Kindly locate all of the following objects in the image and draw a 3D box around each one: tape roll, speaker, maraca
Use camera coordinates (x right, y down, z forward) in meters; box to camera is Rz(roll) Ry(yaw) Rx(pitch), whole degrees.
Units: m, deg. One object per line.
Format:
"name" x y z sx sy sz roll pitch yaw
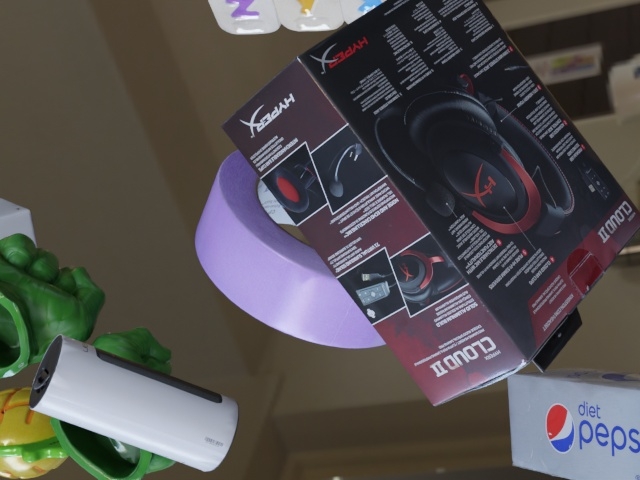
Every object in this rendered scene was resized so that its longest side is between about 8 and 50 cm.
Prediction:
"tape roll" 0.000 0.000 1.390 0.275 0.274 0.090 -62 -3 -60
"speaker" -0.128 0.112 0.833 0.136 0.055 0.055 24 -132 -20
"maraca" -0.318 0.215 1.345 0.127 0.185 0.099 -19 -74 -45

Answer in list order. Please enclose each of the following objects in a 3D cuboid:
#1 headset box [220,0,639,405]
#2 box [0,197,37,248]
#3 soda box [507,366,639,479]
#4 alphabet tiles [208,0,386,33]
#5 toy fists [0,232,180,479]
"headset box" 0.102 -0.037 0.920 0.293 0.110 0.218 52 -133 -3
"box" -0.411 0.007 1.477 0.101 0.102 0.087 -20 -65 -34
"soda box" 0.288 0.174 1.116 0.286 0.091 0.098 175 93 -65
"alphabet tiles" -0.025 -0.247 0.953 0.278 0.284 0.021 67 -155 -65
"toy fists" -0.230 0.106 1.162 0.279 0.096 0.142 43 -163 0
